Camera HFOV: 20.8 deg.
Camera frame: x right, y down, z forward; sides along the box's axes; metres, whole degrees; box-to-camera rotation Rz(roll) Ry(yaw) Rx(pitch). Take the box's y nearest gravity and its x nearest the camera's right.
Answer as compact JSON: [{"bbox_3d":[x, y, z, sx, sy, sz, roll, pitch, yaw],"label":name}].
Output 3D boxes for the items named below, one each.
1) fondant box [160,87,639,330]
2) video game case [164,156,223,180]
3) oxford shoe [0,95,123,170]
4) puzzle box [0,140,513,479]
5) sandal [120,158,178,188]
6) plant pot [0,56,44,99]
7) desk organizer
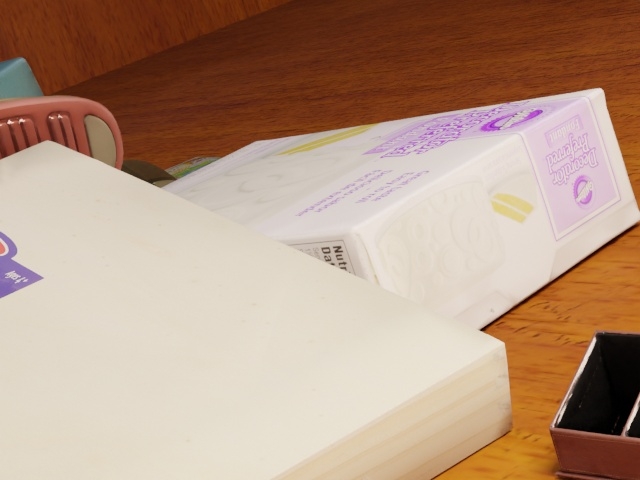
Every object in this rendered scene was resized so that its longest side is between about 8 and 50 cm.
[{"bbox_3d":[0.000,0.000,1.117,0.330,0.096,0.238,-4,20,47],"label":"fondant box"},{"bbox_3d":[-0.168,-0.028,1.646,0.227,0.026,0.206,-25,14,-23],"label":"video game case"},{"bbox_3d":[-0.297,-0.027,1.099,0.348,0.123,0.130,-20,33,-23],"label":"oxford shoe"},{"bbox_3d":[-0.140,0.063,0.883,0.272,0.052,0.409,-27,32,-31],"label":"puzzle box"},{"bbox_3d":[-0.188,0.000,1.472,0.060,0.090,0.219,-37,4,44],"label":"sandal"},{"bbox_3d":[-0.402,-0.058,1.828,0.165,0.165,0.234,-6,25,46],"label":"plant pot"},{"bbox_3d":[0.148,0.069,0.699,0.047,0.050,0.130,-26,14,-33],"label":"desk organizer"}]
